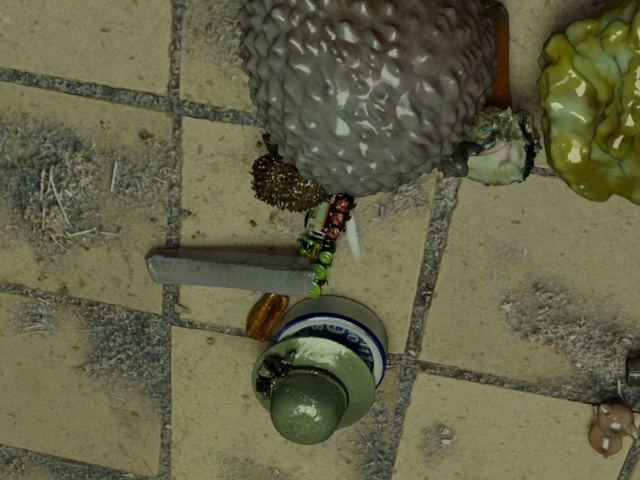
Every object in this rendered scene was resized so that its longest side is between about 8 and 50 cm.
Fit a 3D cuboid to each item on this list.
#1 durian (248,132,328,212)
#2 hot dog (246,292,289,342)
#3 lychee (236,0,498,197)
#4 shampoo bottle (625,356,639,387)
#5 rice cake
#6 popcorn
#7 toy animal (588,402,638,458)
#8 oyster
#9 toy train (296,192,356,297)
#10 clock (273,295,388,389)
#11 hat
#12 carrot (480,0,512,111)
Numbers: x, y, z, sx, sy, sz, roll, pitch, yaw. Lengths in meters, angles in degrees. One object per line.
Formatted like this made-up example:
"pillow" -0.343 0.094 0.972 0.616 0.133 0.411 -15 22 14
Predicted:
"durian" -0.041 -0.140 1.674 0.166 0.196 0.196 -2 124 -1
"hot dog" -0.106 0.144 1.979 0.062 0.038 0.144 27 122 -5
"lychee" 0.069 -0.254 1.437 0.380 0.380 0.432 -38 99 29
"shampoo bottle" 0.700 0.248 1.877 0.227 0.056 0.086 -3 159 12
"rice cake" -0.171 0.056 1.889 0.364 0.056 0.073 3 119 20
"popcorn" 0.492 -0.222 1.511 0.334 0.292 0.294 -42 71 48
"toy animal" 0.585 0.382 1.984 0.083 0.089 0.150 6 134 2
"oyster" 0.258 -0.158 1.635 0.198 0.092 0.259 25 168 -18
"toy train" 0.000 0.000 1.852 0.085 0.053 0.250 21 125 3
"clock" 0.020 0.221 1.983 0.230 0.083 0.230 4 123 6
"hat" -0.023 0.322 1.933 0.257 0.130 0.257 5 124 7
"carrot" 0.264 -0.290 1.589 0.087 0.087 0.193 -1 126 11
